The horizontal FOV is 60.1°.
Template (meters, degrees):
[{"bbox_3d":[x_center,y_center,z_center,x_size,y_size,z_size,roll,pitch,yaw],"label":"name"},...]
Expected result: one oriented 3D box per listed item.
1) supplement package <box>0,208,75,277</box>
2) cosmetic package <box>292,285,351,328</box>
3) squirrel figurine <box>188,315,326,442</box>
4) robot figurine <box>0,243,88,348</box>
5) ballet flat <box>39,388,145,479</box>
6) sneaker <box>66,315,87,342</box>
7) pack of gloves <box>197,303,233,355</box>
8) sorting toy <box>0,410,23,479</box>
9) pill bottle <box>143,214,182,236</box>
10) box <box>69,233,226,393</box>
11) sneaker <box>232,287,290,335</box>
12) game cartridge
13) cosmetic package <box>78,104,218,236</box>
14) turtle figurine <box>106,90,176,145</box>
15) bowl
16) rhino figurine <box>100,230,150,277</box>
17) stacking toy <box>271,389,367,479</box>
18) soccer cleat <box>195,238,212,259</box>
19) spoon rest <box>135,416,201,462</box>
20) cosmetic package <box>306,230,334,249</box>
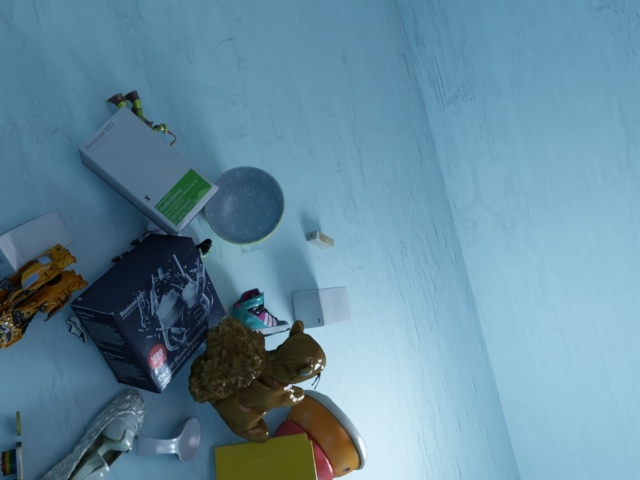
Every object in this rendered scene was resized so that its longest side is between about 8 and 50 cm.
[{"bbox_3d":[-0.772,0.007,1.468,0.179,0.105,0.105,-41,110,-46],"label":"supplement package"},{"bbox_3d":[0.006,0.274,2.260,0.184,0.151,0.151,1,78,-51],"label":"cosmetic package"},{"bbox_3d":[-0.186,0.397,1.704,0.397,0.370,0.281,34,36,-37],"label":"squirrel figurine"},{"bbox_3d":[-0.741,0.150,1.396,0.291,0.085,0.211,-48,154,-33],"label":"robot figurine"},{"bbox_3d":[-0.589,0.581,1.489,0.147,0.147,0.409,58,43,-20],"label":"ballet flat"},{"bbox_3d":[-0.687,0.255,1.557,0.037,0.032,0.083,-29,97,-35],"label":"sneaker"},{"bbox_3d":[-0.347,0.369,1.920,0.195,0.046,0.232,-34,95,-48],"label":"pack of gloves"},{"bbox_3d":[-0.741,0.553,1.330,0.046,0.132,0.274,-3,79,-29],"label":"sorting toy"},{"bbox_3d":[-0.505,-0.029,1.789,0.087,0.087,0.160,-47,122,-45],"label":"pill bottle"},{"bbox_3d":[-0.485,0.204,1.621,0.343,0.179,0.312,-53,137,-43],"label":"box"},{"bbox_3d":[-0.222,0.265,2.029,0.295,0.124,0.178,10,64,-62],"label":"sneaker"},{"bbox_3d":[-0.170,0.788,1.779,0.052,0.324,0.285,93,-11,-66],"label":"game cartridge"},{"bbox_3d":[-0.516,-0.198,1.671,0.365,0.155,0.197,41,71,-10],"label":"cosmetic package"},{"bbox_3d":[-0.600,-0.368,1.791,0.269,0.087,0.217,-34,101,-41],"label":"turtle figurine"},{"bbox_3d":[-0.270,-0.110,2.025,0.156,0.289,0.289,96,-9,-77],"label":"bowl"},{"bbox_3d":[-0.580,0.084,1.694,0.106,0.073,0.243,55,44,-20],"label":"rhino figurine"},{"bbox_3d":[-0.106,0.791,1.930,0.480,0.350,0.350,-35,107,-29],"label":"stacking toy"},{"bbox_3d":[-0.434,0.045,1.889,0.072,0.060,0.179,52,48,-24],"label":"soccer cleat"},{"bbox_3d":[-0.431,0.603,1.654,0.276,0.084,0.137,31,62,-66],"label":"spoon rest"},{"bbox_3d":[0.000,0.000,2.407,0.115,0.060,0.041,29,58,-43],"label":"cosmetic package"}]
